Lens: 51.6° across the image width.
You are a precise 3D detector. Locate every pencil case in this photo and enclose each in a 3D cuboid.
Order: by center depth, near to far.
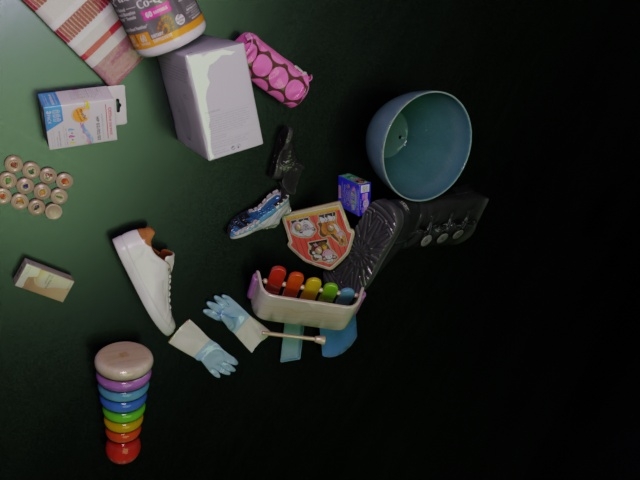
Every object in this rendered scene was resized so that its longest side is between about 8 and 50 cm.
[{"bbox_3d":[-0.121,-0.413,1.588,0.209,0.095,0.098,28,128,-38],"label":"pencil case"}]

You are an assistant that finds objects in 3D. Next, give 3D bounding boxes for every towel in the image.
[{"bbox_3d":[-0.470,-0.516,1.369,0.237,0.037,0.329,-47,125,-6],"label":"towel"}]

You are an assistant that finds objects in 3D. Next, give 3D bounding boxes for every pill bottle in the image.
[{"bbox_3d":[-0.353,-0.523,1.313,0.162,0.162,0.279,-33,122,-16],"label":"pill bottle"}]

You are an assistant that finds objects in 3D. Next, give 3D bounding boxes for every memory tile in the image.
[{"bbox_3d":[-0.627,-0.113,1.447,0.148,0.012,0.113,20,98,-36],"label":"memory tile"}]

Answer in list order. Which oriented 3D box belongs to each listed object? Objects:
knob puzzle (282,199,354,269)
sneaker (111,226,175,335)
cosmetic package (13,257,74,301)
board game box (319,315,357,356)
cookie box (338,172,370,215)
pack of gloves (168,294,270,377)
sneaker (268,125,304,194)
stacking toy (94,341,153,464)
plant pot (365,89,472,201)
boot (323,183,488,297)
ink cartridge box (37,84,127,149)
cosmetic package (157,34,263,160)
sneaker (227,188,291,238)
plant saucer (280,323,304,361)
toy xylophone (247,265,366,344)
[{"bbox_3d":[0.000,0.000,1.792,0.213,0.030,0.213,4,119,7],"label":"knob puzzle"},{"bbox_3d":[-0.393,0.101,1.616,0.123,0.106,0.290,-27,119,-17],"label":"sneaker"},{"bbox_3d":[-0.631,0.091,1.508,0.115,0.041,0.060,27,93,-36],"label":"cosmetic package"},{"bbox_3d":[0.047,0.269,1.998,0.133,0.033,0.169,-23,125,-28],"label":"board game box"},{"bbox_3d":[0.092,-0.127,1.819,0.040,0.107,0.092,-13,115,-29],"label":"cookie box"},{"bbox_3d":[-0.263,0.269,1.800,0.195,0.046,0.232,-49,125,-7],"label":"pack of gloves"},{"bbox_3d":[-0.079,-0.207,1.721,0.089,0.051,0.170,9,109,-34],"label":"sneaker"},{"bbox_3d":[-0.503,0.428,1.675,0.141,0.141,0.331,-4,116,-30],"label":"stacking toy"},{"bbox_3d":[0.235,-0.272,1.793,0.290,0.195,0.290,-12,115,-27],"label":"plant pot"},{"bbox_3d":[0.256,0.000,1.948,0.445,0.146,0.367,-14,151,-45],"label":"boot"},{"bbox_3d":[-0.499,-0.266,1.417,0.181,0.062,0.104,-15,136,-26],"label":"ink cartridge box"},{"bbox_3d":[-0.247,-0.323,1.463,0.138,0.224,0.225,-22,119,-22],"label":"cosmetic package"},{"bbox_3d":[-0.153,-0.050,1.729,0.190,0.071,0.083,-33,137,-10],"label":"sneaker"},{"bbox_3d":[-0.081,0.262,1.925,0.067,0.018,0.192,-4,112,-30],"label":"plant saucer"},{"bbox_3d":[-0.049,0.183,1.803,0.322,0.081,0.236,15,138,-17],"label":"toy xylophone"}]
